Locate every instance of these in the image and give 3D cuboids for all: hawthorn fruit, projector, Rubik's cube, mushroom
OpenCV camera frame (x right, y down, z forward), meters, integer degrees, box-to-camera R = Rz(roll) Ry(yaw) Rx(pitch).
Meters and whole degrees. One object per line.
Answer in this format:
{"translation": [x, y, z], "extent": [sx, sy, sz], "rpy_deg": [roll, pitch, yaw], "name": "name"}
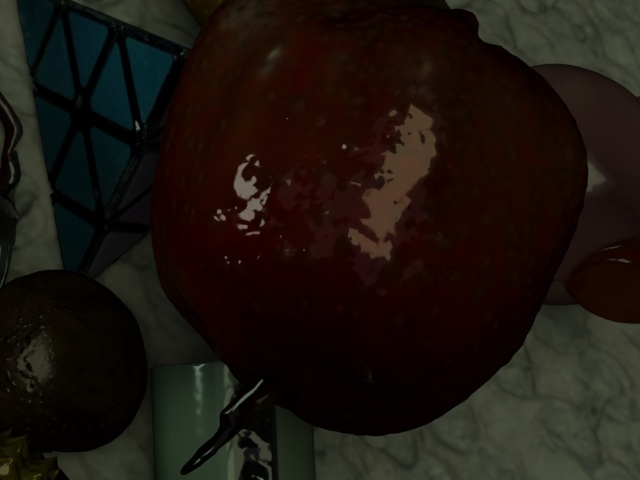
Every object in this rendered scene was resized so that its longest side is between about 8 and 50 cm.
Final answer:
{"translation": [0.000, 0.000, 0.888], "extent": [0.254, 0.254, 0.300], "rpy_deg": [39, 82, -7], "name": "hawthorn fruit"}
{"translation": [-0.049, 0.241, 0.986], "extent": [0.108, 0.108, 0.338], "rpy_deg": [0, 81, -16], "name": "projector"}
{"translation": [-0.080, -0.100, 1.001], "extent": [0.190, 0.178, 0.211], "rpy_deg": [-13, 86, -21], "name": "Rubik's cube"}
{"translation": [-0.166, 0.076, 0.993], "extent": [0.127, 0.087, 0.127], "rpy_deg": [9, 78, -46], "name": "mushroom"}

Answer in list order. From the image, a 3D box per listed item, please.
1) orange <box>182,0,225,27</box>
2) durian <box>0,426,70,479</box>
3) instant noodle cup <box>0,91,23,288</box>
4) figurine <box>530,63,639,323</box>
{"translation": [0.001, -0.239, 1.053], "extent": [0.237, 0.158, 0.179], "rpy_deg": [-42, 95, -18], "name": "orange"}
{"translation": [-0.196, 0.184, 0.918], "extent": [0.237, 0.193, 0.138], "rpy_deg": [48, 50, -23], "name": "durian"}
{"translation": [-0.303, -0.021, 0.918], "extent": [0.258, 0.181, 0.302], "rpy_deg": [47, 72, -5], "name": "instant noodle cup"}
{"translation": [0.157, -0.038, 1.064], "extent": [0.173, 0.173, 0.173], "rpy_deg": [3, 80, -15], "name": "figurine"}
